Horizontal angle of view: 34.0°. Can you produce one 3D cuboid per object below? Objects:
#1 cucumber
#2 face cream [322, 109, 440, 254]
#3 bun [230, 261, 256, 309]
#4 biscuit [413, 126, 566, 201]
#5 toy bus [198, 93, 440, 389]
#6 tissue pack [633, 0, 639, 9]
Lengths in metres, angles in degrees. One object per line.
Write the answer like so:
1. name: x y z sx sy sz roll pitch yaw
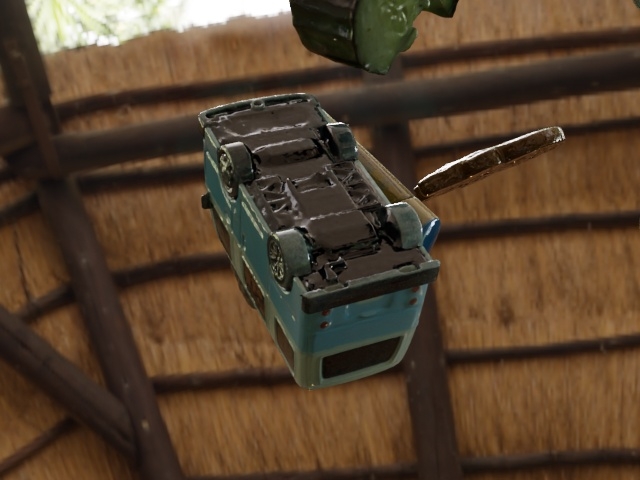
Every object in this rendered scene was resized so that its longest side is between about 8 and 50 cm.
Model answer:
1. cucumber: 0.058 -0.288 1.147 0.130 0.191 0.191 21 -138 38
2. face cream: 0.023 -0.047 1.271 0.139 0.067 0.285 -39 -124 -6
3. bun: -0.001 -0.013 1.610 0.281 0.204 0.282 -24 -126 37
4. biscuit: 0.249 -0.115 1.550 0.236 0.039 0.180 -20 174 -4
5. toy bus: -0.016 -0.002 0.971 0.133 0.165 0.271 -13 -135 -21
6. tissue pack: 0.335 -0.434 0.802 0.205 0.332 0.405 0 -126 12
